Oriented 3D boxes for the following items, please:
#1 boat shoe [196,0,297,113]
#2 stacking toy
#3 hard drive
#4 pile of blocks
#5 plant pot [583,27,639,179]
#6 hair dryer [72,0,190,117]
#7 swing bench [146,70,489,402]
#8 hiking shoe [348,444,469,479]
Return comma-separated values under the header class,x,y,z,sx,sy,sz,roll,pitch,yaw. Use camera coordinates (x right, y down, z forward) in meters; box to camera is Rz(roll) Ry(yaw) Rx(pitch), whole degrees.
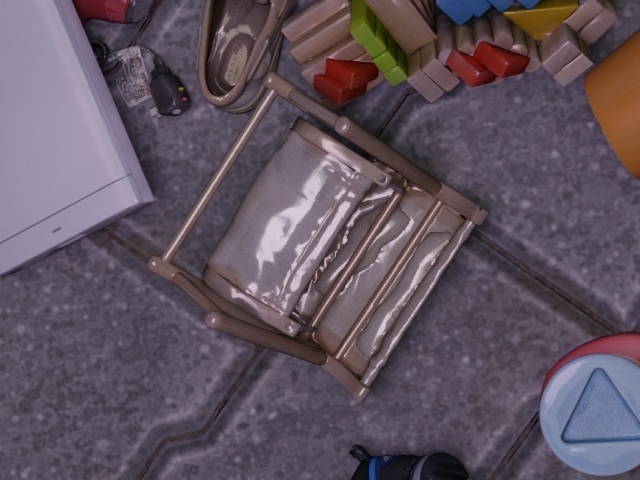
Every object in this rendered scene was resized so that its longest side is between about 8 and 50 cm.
class,x,y,z,sx,sy,sz,roll,pitch,yaw
boat shoe,-0.076,-0.295,1.462,0.109,0.098,0.302,15,93,9
stacking toy,0.381,0.248,1.377,0.279,0.130,0.309,-15,88,9
hard drive,-0.352,-0.163,1.499,0.233,0.047,0.353,-25,86,29
pile of blocks,0.137,-0.220,1.390,0.362,0.113,0.149,-9,127,8
plant pot,0.388,-0.161,1.352,0.188,0.205,0.205,-29,86,23
hair dryer,-0.294,-0.248,1.507,0.223,0.080,0.294,-18,87,9
swing bench,0.000,0.000,1.402,0.253,0.254,0.165,-56,41,4
hiking shoe,0.108,0.378,1.450,0.132,0.113,0.304,1,97,39
